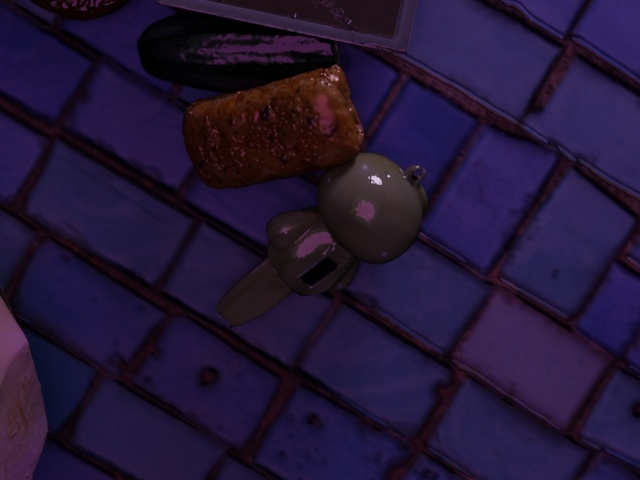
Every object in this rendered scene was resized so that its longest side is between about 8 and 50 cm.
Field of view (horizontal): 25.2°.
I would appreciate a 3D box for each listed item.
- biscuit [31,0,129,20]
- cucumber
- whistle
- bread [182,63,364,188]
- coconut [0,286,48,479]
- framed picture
[{"bbox_3d":[-0.286,-0.352,1.673,0.192,0.049,0.192,0,92,8],"label":"biscuit"},{"bbox_3d":[-0.097,-0.222,1.670,0.243,0.063,0.115,-3,97,6],"label":"cucumber"},{"bbox_3d":[0.001,-0.008,1.674,0.294,0.141,0.141,-27,95,26],"label":"whistle"},{"bbox_3d":[-0.055,-0.126,1.636,0.211,0.083,0.114,-13,104,26],"label":"bread"},{"bbox_3d":[-0.482,0.178,1.631,0.352,0.352,0.353,1,98,4],"label":"coconut"},{"bbox_3d":[-0.022,-0.348,1.641,0.296,0.019,0.232,13,81,2],"label":"framed picture"}]
